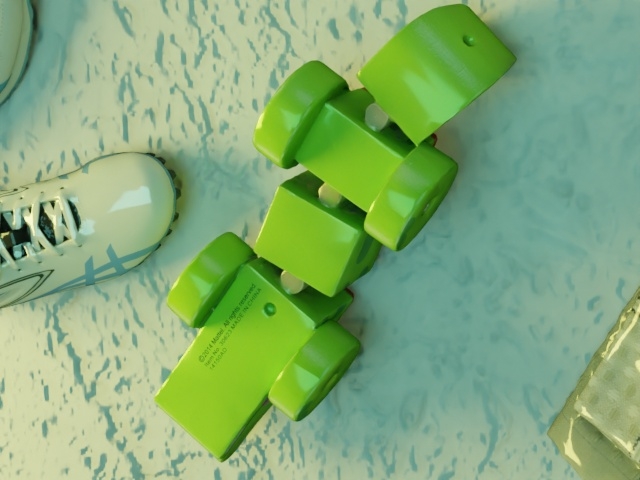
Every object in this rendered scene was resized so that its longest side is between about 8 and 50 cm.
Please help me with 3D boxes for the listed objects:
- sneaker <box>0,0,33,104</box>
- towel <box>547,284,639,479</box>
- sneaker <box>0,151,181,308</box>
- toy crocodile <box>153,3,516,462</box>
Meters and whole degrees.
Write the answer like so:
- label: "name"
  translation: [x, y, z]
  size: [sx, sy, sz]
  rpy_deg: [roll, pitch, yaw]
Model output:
- label: "sneaker"
  translation: [-0.280, -0.102, 1.154]
  size: [0.087, 0.092, 0.228]
  rpy_deg: [45, 112, 12]
- label: "towel"
  translation: [0.289, 0.079, 0.898]
  size: [0.312, 0.056, 0.324]
  rpy_deg: [42, 117, 35]
- label: "sneaker"
  translation: [-0.201, 0.001, 1.143]
  size: [0.237, 0.086, 0.085]
  rpy_deg: [-18, 91, 24]
- label: "toy crocodile"
  translation: [0.000, 0.000, 1.054]
  size: [0.115, 0.105, 0.340]
  rpy_deg: [36, 116, 13]
